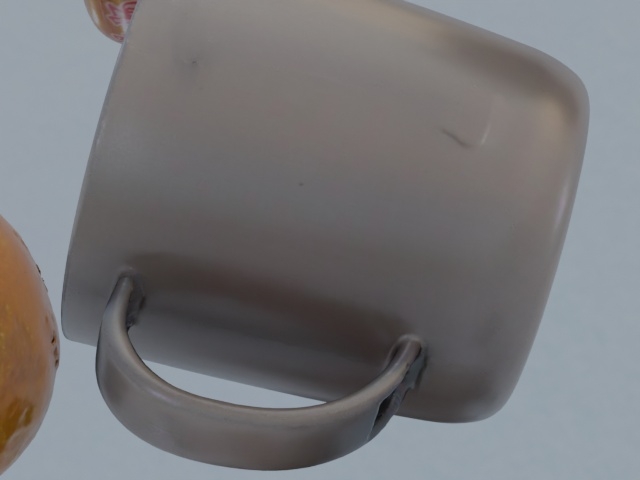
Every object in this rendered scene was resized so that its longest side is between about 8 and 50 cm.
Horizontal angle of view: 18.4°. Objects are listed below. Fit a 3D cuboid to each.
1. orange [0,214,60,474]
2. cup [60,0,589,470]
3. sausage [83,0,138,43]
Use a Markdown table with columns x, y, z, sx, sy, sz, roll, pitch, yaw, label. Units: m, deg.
| x | y | z | sx | sy | sz | roll | pitch | yaw | label |
| --- | --- | --- | --- | --- | --- | --- | --- | --- | --- |
| -0.299 | 0.069 | 1.329 | 0.246 | 0.246 | 0.246 | -25 | 26 | 13 | orange |
| 0.000 | 0.000 | 0.870 | 0.200 | 0.191 | 0.253 | 16 | 43 | 2 | cup |
| -0.142 | -0.217 | 1.380 | 0.071 | 0.234 | 0.071 | -3 | 51 | 4 | sausage |
